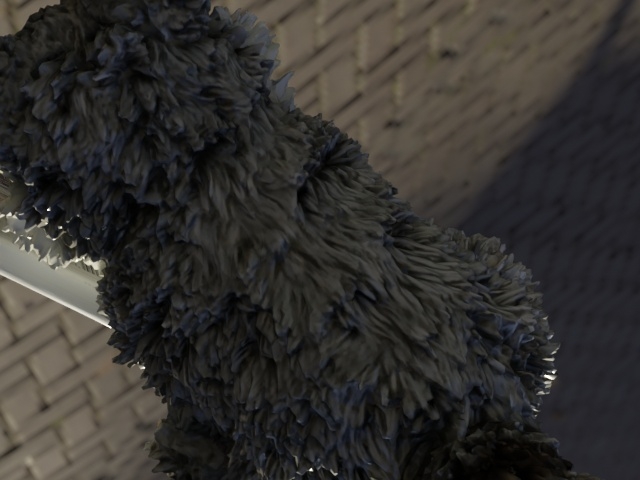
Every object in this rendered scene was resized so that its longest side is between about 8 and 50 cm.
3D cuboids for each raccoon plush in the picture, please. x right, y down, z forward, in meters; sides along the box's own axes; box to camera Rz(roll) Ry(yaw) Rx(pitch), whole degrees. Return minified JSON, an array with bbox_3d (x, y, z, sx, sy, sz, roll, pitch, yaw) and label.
[{"bbox_3d":[0.000,0.000,0.926,0.216,0.446,0.299,-48,120,-20],"label":"raccoon plush"}]

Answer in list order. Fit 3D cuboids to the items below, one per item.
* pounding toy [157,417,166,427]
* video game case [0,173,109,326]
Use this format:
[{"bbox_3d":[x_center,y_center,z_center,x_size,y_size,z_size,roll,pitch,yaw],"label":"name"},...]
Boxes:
[{"bbox_3d":[-0.038,0.159,1.297,0.130,0.141,0.100,-47,169,-53],"label":"pounding toy"},{"bbox_3d":[-0.212,-0.039,1.123,0.201,0.183,0.023,28,107,-27],"label":"video game case"}]
